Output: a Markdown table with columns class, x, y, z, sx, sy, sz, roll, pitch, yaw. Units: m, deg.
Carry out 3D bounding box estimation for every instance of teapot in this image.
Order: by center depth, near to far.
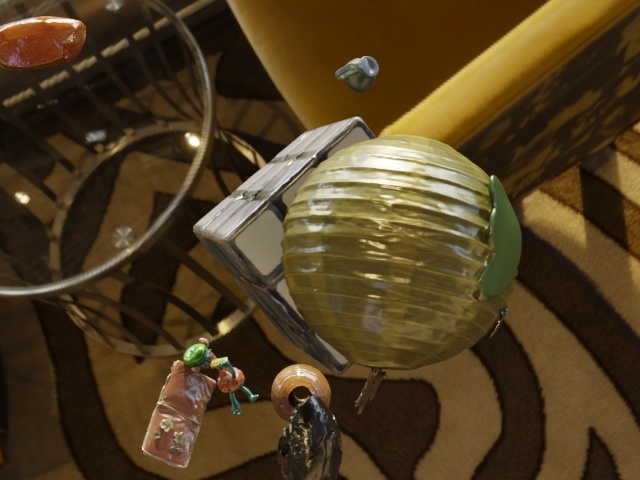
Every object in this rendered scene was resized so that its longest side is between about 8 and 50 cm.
| class | x | y | z | sx | sy | sz | roll | pitch | yaw |
| --- | --- | --- | --- | --- | --- | --- | --- | --- | --- |
| teapot | 0.074 | -0.329 | 1.438 | 0.088 | 0.057 | 0.066 | -5 | 77 | -30 |

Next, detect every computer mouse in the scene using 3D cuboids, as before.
| class | x | y | z | sx | sy | sz | roll | pitch | yaw |
| --- | --- | --- | --- | --- | --- | --- | --- | --- | --- |
| computer mouse | -0.011 | 0.418 | 1.428 | 0.077 | 0.146 | 0.242 | 13 | 106 | 48 |

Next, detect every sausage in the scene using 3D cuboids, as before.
| class | x | y | z | sx | sy | sz | roll | pitch | yaw |
| --- | --- | --- | --- | --- | --- | --- | --- | --- | --- |
| sausage | -0.501 | -0.344 | 1.291 | 0.179 | 0.089 | 0.089 | -9 | 69 | 4 |

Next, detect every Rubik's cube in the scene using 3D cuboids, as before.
| class | x | y | z | sx | sy | sz | roll | pitch | yaw |
| --- | --- | --- | --- | --- | --- | --- | --- | --- | --- |
| Rubik's cube | 0.000 | 0.000 | 1.280 | 0.303 | 0.305 | 0.301 | -43 | 104 | -13 |

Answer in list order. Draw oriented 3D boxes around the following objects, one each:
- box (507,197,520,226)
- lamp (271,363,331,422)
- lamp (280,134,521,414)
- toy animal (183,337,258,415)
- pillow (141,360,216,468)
| class | x | y | z | sx | sy | sz | roll | pitch | yaw |
| --- | --- | --- | --- | --- | --- | --- | --- | --- | --- |
| box | 0.399 | -0.055 | 1.750 | 0.125 | 0.027 | 0.126 | -23 | 95 | 28 |
| lamp | -0.044 | 0.345 | 1.652 | 0.136 | 0.136 | 0.136 | -4 | 70 | 10 |
| lamp | 0.076 | 0.036 | 0.749 | 0.250 | 0.250 | 0.284 | 8 | 76 | 14 |
| toy animal | -0.238 | 0.331 | 1.802 | 0.208 | 0.103 | 0.100 | 55 | 51 | -16 |
| pillow | -0.336 | 0.413 | 1.754 | 0.043 | 0.126 | 0.233 | -21 | 44 | 49 |
